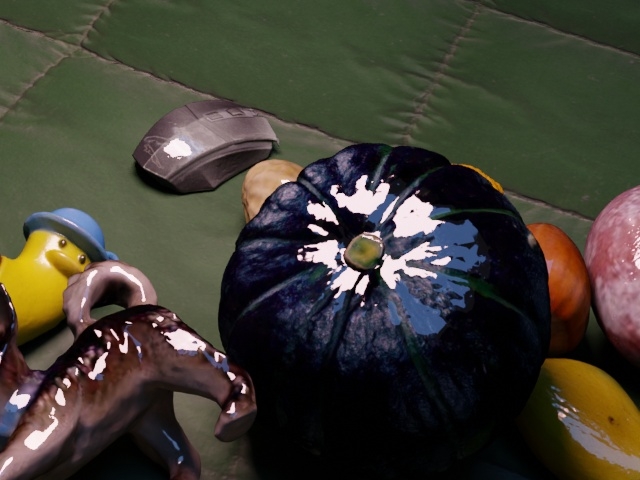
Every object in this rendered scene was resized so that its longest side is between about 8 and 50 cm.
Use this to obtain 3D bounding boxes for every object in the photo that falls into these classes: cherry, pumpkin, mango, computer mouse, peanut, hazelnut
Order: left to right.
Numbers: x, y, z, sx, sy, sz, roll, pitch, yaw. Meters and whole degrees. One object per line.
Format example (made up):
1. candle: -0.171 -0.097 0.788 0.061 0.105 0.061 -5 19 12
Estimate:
1. computer mouse: -0.152 -0.140 2.020 0.126 0.071 0.231 37 44 27
2. peanut: 0.000 0.000 1.861 0.274 0.111 0.125 35 49 26
3. pumpkin: 0.068 0.078 1.622 0.363 0.266 0.363 -4 63 8
4. hazelnut: 0.236 0.063 1.803 0.182 0.182 0.182 8 39 -6
5. mango: 0.306 0.223 1.692 0.137 0.091 0.237 -18 48 -24
6. cherry: 0.428 0.046 1.829 0.236 0.213 0.285 36 27 3

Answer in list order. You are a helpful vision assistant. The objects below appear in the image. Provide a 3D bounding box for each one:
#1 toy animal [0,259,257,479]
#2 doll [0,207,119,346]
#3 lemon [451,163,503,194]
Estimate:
1. toy animal: -0.279 0.153 1.545 0.344 0.194 0.303 -9 50 -29
2. doll: -0.378 0.058 1.688 0.363 0.145 0.199 -12 84 -40
3. lemon: 0.164 -0.027 1.915 0.187 0.142 0.142 -26 53 -32
